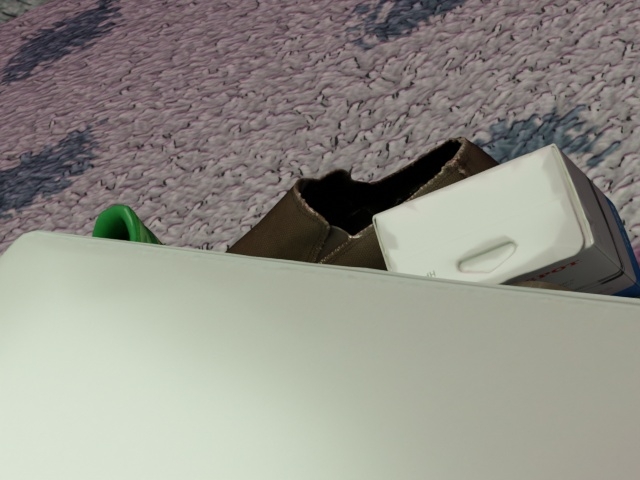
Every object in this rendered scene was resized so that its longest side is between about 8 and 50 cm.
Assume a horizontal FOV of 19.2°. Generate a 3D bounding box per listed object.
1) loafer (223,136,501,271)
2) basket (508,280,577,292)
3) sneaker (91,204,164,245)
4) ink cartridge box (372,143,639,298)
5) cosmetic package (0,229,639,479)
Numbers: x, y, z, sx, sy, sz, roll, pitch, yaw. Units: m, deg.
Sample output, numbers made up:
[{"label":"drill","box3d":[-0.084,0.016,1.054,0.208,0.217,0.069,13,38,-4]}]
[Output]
[{"label":"loafer","box3d":[0.000,0.000,1.555,0.366,0.130,0.134,-20,25,18]},{"label":"basket","box3d":[0.097,0.139,1.166,0.204,0.154,0.227,3,35,42]},{"label":"sneaker","box3d":[-0.225,0.076,1.652,0.109,0.123,0.295,-12,29,31]},{"label":"ink cartridge box","box3d":[0.136,0.012,1.328,0.139,0.082,0.190,-21,-19,15]},{"label":"cosmetic package","box3d":[-0.021,0.252,0.589,0.327,0.329,0.394,6,46,36]}]
